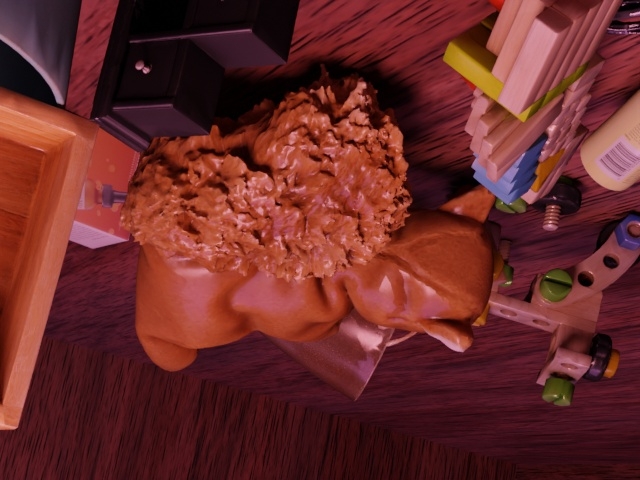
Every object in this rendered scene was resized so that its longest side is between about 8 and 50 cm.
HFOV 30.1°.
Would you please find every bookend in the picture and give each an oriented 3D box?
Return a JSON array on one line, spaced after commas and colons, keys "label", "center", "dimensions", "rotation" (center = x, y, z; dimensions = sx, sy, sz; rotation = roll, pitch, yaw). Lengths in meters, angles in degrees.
[{"label": "bookend", "center": [-0.100, -0.162, 1.018], "dimensions": [0.156, 0.157, 0.072], "rotation": [2, 162, 31]}]

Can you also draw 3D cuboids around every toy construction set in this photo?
[{"label": "toy construction set", "center": [0.234, 0.077, 1.451], "dimensions": [0.257, 0.237, 0.309], "rotation": [18, 162, -23]}]

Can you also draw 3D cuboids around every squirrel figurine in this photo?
[{"label": "squirrel figurine", "center": [0.000, 0.000, 1.265], "dimensions": [0.370, 0.281, 0.397], "rotation": [12, 159, 10]}]

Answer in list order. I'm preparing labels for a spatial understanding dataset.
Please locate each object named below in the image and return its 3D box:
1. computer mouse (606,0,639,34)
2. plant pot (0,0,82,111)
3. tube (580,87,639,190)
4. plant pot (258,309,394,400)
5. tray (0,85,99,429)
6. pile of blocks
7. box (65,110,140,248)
[{"label": "computer mouse", "center": [0.301, -0.180, 0.883], "dimensions": [0.071, 0.041, 0.242], "rotation": [36, 154, -32]}, {"label": "plant pot", "center": [-0.283, -0.226, 0.783], "dimensions": [0.293, 0.235, 0.293], "rotation": [11, 163, 3]}, {"label": "tube", "center": [0.316, -0.126, 1.017], "dimensions": [0.070, 0.062, 0.240], "rotation": [-26, 166, -35]}, {"label": "plant pot", "center": [-0.013, 0.061, 1.544], "dimensions": [0.230, 0.215, 0.215], "rotation": [26, 163, 0]}, {"label": "tray", "center": [-0.351, -0.038, 0.678], "dimensions": [0.411, 0.203, 0.076], "rotation": [20, 162, -29]}, {"label": "pile of blocks", "center": [0.152, -0.127, 1.000], "dimensions": [0.112, 0.149, 0.362], "rotation": [41, 168, 18]}, {"label": "box", "center": [-0.316, -0.080, 1.476], "dimensions": [0.170, 0.130, 0.091], "rotation": [22, 159, -36]}]
